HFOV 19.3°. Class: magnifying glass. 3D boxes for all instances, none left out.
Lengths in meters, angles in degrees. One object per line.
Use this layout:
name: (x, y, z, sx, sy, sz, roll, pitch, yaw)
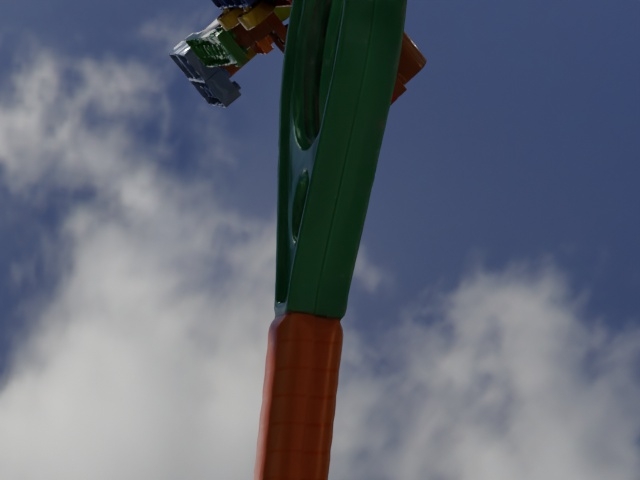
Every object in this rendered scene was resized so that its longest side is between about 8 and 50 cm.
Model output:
magnifying glass: (0.000, 0.000, 0.585, 0.026, 0.092, 0.231, 9, -97, -12)

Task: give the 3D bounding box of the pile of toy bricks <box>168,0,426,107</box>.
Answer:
pile of toy bricks: (-0.006, -0.111, 0.781, 0.105, 0.212, 0.118, -42, -74, -9)
